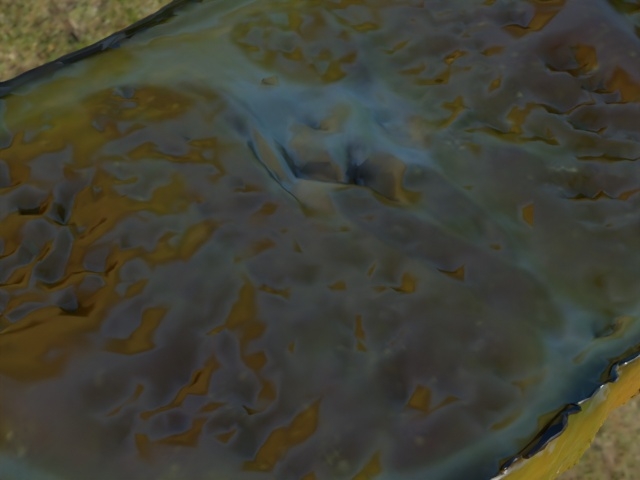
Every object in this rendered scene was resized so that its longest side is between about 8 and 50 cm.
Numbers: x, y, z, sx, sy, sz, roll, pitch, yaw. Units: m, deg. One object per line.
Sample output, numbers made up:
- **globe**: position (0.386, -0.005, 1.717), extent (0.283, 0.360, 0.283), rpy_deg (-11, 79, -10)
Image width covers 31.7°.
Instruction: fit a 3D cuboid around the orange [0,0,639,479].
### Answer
- **orange**: position (-0.004, 0.000, 0.428), extent (0.310, 0.274, 0.274), rpy_deg (-13, 82, -53)
